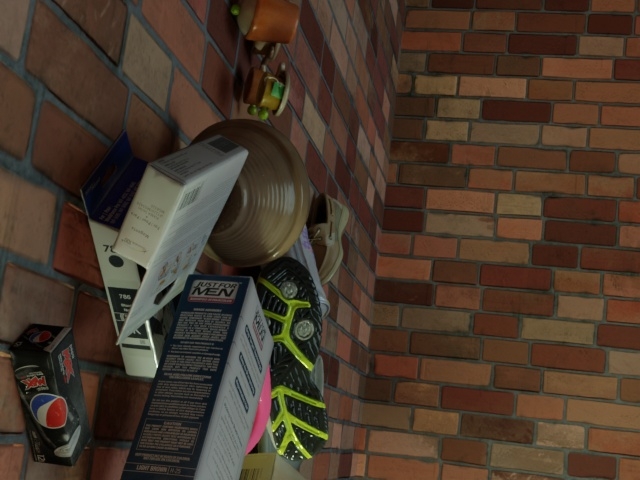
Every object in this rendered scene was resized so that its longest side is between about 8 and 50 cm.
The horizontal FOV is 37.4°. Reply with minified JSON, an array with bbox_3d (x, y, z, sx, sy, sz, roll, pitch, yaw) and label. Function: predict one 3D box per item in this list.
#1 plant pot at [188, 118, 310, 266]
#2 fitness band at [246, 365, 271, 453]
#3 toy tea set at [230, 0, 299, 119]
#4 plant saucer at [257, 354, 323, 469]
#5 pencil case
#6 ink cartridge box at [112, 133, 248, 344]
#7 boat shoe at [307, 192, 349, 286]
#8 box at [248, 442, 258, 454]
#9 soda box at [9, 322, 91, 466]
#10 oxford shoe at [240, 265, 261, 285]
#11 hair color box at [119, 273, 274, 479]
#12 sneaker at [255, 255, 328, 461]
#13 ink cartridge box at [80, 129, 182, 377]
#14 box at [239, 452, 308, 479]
[{"bbox_3d":[-0.144,-0.071,1.473,0.110,0.237,0.237,-12,107,-62],"label":"plant pot"},{"bbox_3d":[-0.172,0.264,1.601,0.209,0.054,0.290,-25,125,-37],"label":"fitness band"},{"bbox_3d":[-0.133,-0.316,1.784,0.200,0.124,0.336,139,-40,-63],"label":"toy tea set"},{"bbox_3d":[-0.055,0.355,2.099,0.400,0.101,0.400,4,90,-83],"label":"plant saucer"},{"bbox_3d":[-0.062,0.041,1.920,0.114,0.124,0.273,11,52,-38],"label":"pencil case"},{"bbox_3d":[-0.204,-0.012,1.293,0.238,0.060,0.275,-63,175,18],"label":"ink cartridge box"},{"bbox_3d":[0.000,0.000,2.510,0.098,0.109,0.302,39,44,-26],"label":"boat shoe"},{"bbox_3d":[-0.145,0.345,2.018,0.175,0.051,0.220,-57,150,-68],"label":"box"},{"bbox_3d":[-0.319,0.185,1.126,0.060,0.053,0.168,-65,156,-59],"label":"soda box"},{"bbox_3d":[-0.120,0.058,2.010,0.076,0.076,0.212,-45,-174,40],"label":"oxford shoe"},{"bbox_3d":[-0.165,0.235,1.340,0.173,0.105,0.347,78,20,-48],"label":"hair color box"},{"bbox_3d":[-0.078,0.216,1.782,0.147,0.145,0.384,-158,-116,-68],"label":"sneaker"},{"bbox_3d":[-0.254,0.023,1.360,0.165,0.065,0.332,-70,160,-50],"label":"ink cartridge box"},{"bbox_3d":[-0.080,0.558,1.932,0.311,0.148,0.121,53,38,-42],"label":"box"}]
